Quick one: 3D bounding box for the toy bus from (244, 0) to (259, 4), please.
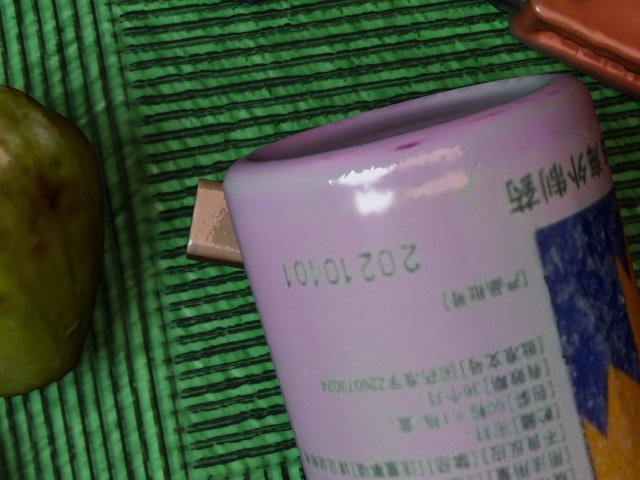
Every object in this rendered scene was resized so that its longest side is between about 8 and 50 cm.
[{"bbox_3d":[-0.113,-0.225,0.724,0.236,0.079,0.094,30,82,-1],"label":"toy bus"}]

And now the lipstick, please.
[{"bbox_3d":[0.000,0.000,0.722,0.145,0.045,0.045,10,83,-6],"label":"lipstick"}]

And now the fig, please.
[{"bbox_3d":[-0.180,0.003,0.657,0.154,0.144,0.165,-21,99,-11],"label":"fig"}]

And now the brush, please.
[{"bbox_3d":[0.218,-0.108,0.764,0.323,0.051,0.070,27,73,1],"label":"brush"}]

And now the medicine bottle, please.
[{"bbox_3d":[0.074,0.079,0.623,0.178,0.178,0.290,-18,99,-9],"label":"medicine bottle"}]
